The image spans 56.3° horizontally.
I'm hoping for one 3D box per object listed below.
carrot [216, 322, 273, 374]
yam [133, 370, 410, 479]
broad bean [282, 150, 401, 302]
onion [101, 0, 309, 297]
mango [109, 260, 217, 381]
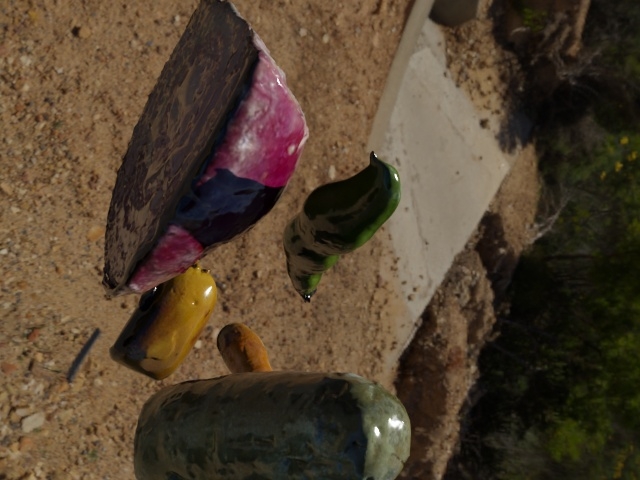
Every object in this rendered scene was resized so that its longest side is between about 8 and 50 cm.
[{"bbox_3d":[-0.133,0.239,1.137,0.087,0.193,0.087,-22,138,-21],"label":"carrot"},{"bbox_3d":[-0.060,0.191,0.570,0.133,0.330,0.133,21,61,-45],"label":"yam"},{"bbox_3d":[-0.001,-0.001,0.493,0.060,0.297,0.043,35,68,0],"label":"broad bean"},{"bbox_3d":[-0.090,-0.060,0.494,0.111,0.250,0.248,20,113,-30],"label":"onion"},{"bbox_3d":[-0.340,0.176,1.349,0.152,0.201,0.287,30,93,2],"label":"mango"}]
